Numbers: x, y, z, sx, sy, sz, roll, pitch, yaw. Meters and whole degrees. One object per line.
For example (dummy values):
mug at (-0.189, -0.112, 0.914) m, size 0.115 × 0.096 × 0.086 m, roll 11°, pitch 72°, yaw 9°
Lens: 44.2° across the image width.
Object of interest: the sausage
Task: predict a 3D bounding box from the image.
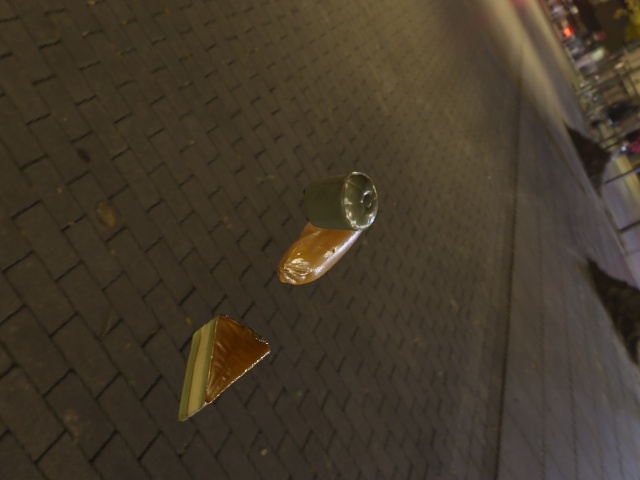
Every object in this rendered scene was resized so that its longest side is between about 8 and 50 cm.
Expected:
sausage at (0.004, 0.004, 1.790) m, size 0.116 × 0.134 × 0.354 m, roll 43°, pitch 39°, yaw -2°

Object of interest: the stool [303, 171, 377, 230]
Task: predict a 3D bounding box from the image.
stool at (0.033, -0.062, 1.281) m, size 0.096 × 0.110 × 0.096 m, roll 3°, pitch 86°, yaw -56°

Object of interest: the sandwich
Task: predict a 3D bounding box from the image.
sandwich at (-0.140, 0.211, 1.191) m, size 0.113 × 0.079 × 0.163 m, roll 32°, pitch 38°, yaw -27°
